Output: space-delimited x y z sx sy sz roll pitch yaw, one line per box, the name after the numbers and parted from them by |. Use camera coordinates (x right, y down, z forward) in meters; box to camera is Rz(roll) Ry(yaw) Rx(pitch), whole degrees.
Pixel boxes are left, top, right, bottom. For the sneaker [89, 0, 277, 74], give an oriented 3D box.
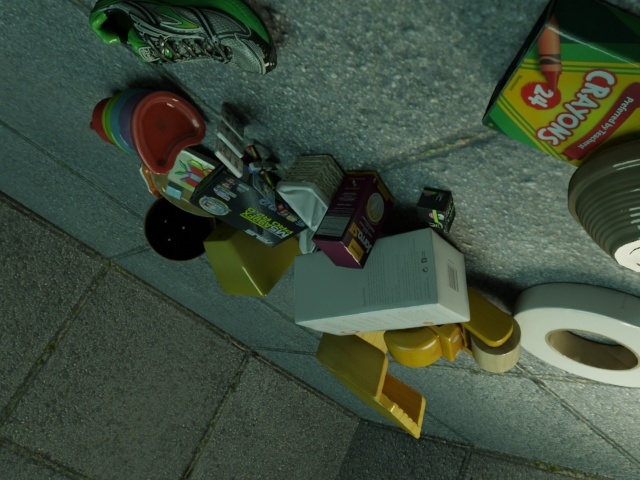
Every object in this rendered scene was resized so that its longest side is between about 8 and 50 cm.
-0.232 -0.344 0.947 0.344 0.146 0.134 20 156 14 | sneaker

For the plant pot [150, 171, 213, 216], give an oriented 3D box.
-0.369 -0.154 1.586 0.236 0.032 0.236 14 147 10 | plant pot

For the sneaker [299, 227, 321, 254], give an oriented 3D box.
0.000 0.000 1.437 0.111 0.129 0.297 30 158 -9 | sneaker

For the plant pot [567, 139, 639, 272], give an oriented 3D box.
0.454 -0.026 0.733 0.237 0.109 0.237 11 157 5 | plant pot

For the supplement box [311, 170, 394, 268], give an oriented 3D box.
0.073 -0.046 1.188 0.081 0.188 0.104 5 148 40 | supplement box

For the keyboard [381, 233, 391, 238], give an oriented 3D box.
0.152 0.044 1.414 0.072 0.014 0.256 27 157 -4 | keyboard

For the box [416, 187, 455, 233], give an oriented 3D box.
0.241 -0.062 1.152 0.062 0.052 0.083 13 154 27 | box

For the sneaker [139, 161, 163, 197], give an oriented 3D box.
-0.486 -0.175 1.670 0.068 0.064 0.175 11 156 12 | sneaker

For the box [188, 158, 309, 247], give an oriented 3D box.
-0.174 -0.093 1.437 0.270 0.060 0.216 31 147 -25 | box

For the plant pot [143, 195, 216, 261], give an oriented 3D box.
-0.465 -0.038 1.783 0.215 0.215 0.230 35 167 -17 | plant pot

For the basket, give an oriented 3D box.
0.001 -0.105 1.250 0.113 0.103 0.167 5 148 41 | basket

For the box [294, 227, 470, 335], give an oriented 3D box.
0.139 0.109 1.282 0.345 0.168 0.215 -12 158 29 | box

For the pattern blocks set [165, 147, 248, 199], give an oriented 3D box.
-0.322 -0.174 1.468 0.286 0.026 0.325 21 150 1 | pattern blocks set

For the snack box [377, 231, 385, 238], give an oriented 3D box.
0.147 0.015 1.426 0.141 0.037 0.100 32 155 -12 | snack box

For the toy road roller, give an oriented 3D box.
0.310 0.238 1.392 0.329 0.240 0.202 36 165 33 | toy road roller

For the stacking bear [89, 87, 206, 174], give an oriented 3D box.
-0.438 -0.276 1.304 0.289 0.175 0.164 16 147 42 | stacking bear

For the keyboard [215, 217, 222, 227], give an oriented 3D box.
-0.252 0.028 1.884 0.202 0.033 0.317 12 153 31 | keyboard

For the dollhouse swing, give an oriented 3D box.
0.202 0.323 1.602 0.315 0.305 0.347 24 160 42 | dollhouse swing

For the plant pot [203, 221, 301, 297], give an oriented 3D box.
-0.215 0.023 1.641 0.212 0.212 0.187 -2 130 48 | plant pot

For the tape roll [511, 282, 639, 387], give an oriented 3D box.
0.647 0.229 1.305 0.392 0.072 0.392 23 157 10 | tape roll

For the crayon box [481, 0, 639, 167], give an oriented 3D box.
0.402 -0.171 0.722 0.319 0.081 0.202 24 156 4 | crayon box

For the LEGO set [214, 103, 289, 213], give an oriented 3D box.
-0.156 -0.159 1.220 0.060 0.182 0.244 -28 131 20 | LEGO set
